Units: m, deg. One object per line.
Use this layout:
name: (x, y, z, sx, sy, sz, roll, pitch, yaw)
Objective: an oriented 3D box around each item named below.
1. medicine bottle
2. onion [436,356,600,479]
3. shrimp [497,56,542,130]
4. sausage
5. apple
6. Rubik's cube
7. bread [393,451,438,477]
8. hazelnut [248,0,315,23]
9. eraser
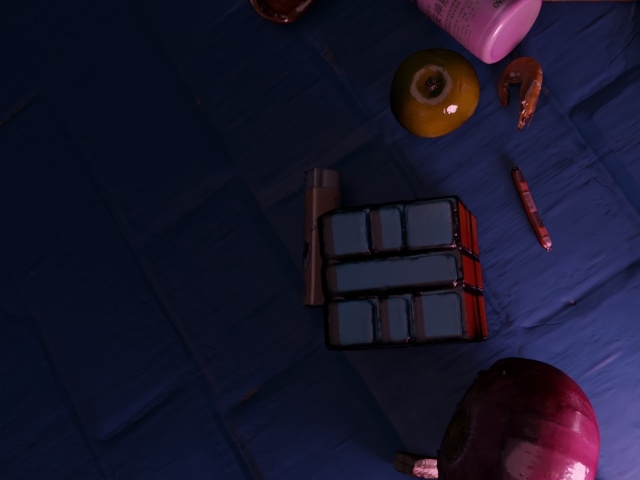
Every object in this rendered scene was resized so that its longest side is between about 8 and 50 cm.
medicine bottle: (0.307, -0.531, 1.665, 0.178, 0.178, 0.291, -47, 72, 8)
onion: (0.379, 0.397, 1.430, 0.344, 0.358, 0.359, 10, 86, 16)
shrimp: (0.419, -0.314, 1.669, 0.095, 0.045, 0.163, 11, 88, 20)
sausage: (0.441, -0.068, 1.639, 0.028, 0.025, 0.199, -20, 77, 0)
apple: (0.241, -0.319, 1.673, 0.196, 0.157, 0.197, 0, 89, 12)
Rubik's cube: (0.172, 0.076, 1.576, 0.288, 0.293, 0.284, -5, 79, 16)
bread: (0.202, 0.470, 1.632, 0.108, 0.062, 0.043, 6, 84, 16)
hazelnut: (-0.077, -0.601, 1.816, 0.170, 0.160, 0.202, 35, 89, 18)
eraser: (0.000, 0.000, 1.713, 0.087, 0.171, 0.291, 2, 83, -5)
